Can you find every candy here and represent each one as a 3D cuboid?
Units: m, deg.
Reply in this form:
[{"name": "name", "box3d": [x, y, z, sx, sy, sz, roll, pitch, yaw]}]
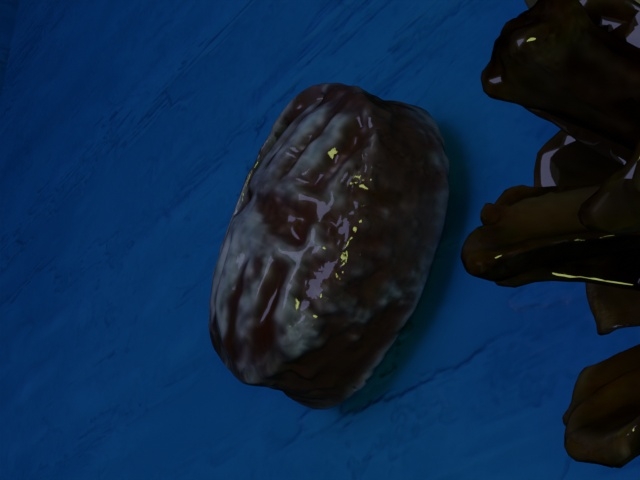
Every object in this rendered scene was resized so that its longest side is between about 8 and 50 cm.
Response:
[{"name": "candy", "box3d": [0.000, 0.000, 0.980, 0.214, 0.157, 0.289, 15, 85, 55]}]

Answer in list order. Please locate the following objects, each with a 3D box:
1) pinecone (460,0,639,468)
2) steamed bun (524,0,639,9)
[{"name": "pinecone", "box3d": [0.231, -0.003, 0.414, 0.384, 0.384, 0.384, -36, 44, 43]}, {"name": "steamed bun", "box3d": [0.237, -0.126, 0.709, 0.231, 0.110, 0.212, 4, 81, 22]}]
